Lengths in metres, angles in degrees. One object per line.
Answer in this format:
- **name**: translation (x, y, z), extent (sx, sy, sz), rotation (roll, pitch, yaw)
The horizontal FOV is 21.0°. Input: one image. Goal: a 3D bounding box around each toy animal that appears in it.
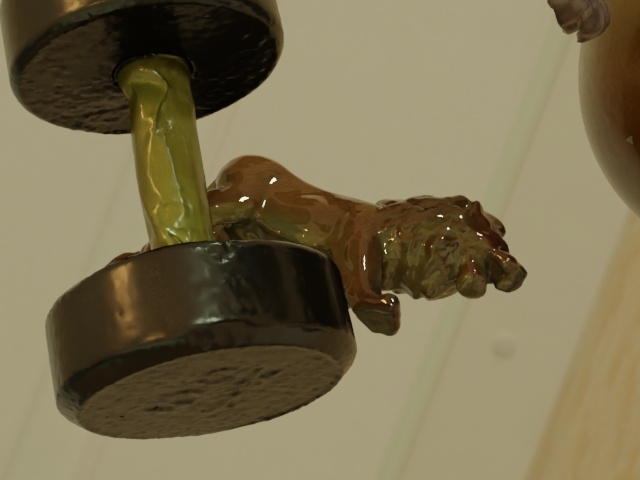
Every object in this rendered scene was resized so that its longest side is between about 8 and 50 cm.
- **toy animal**: translation (0.000, 0.000, 1.315), extent (0.312, 0.157, 0.097), rotation (18, -42, 21)

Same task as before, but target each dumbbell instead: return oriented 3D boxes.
- **dumbbell**: translation (-0.105, -0.041, 1.203), extent (0.204, 0.322, 0.203), rotation (-11, -22, -4)

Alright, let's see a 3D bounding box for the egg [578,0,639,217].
- **egg**: translation (0.341, -0.147, 1.296), extent (0.283, 0.351, 0.282), rotation (10, 36, -7)

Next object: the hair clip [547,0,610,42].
- **hair clip**: translation (0.076, -0.238, 1.055), extent (0.300, 0.069, 0.173), rotation (46, 13, 21)
